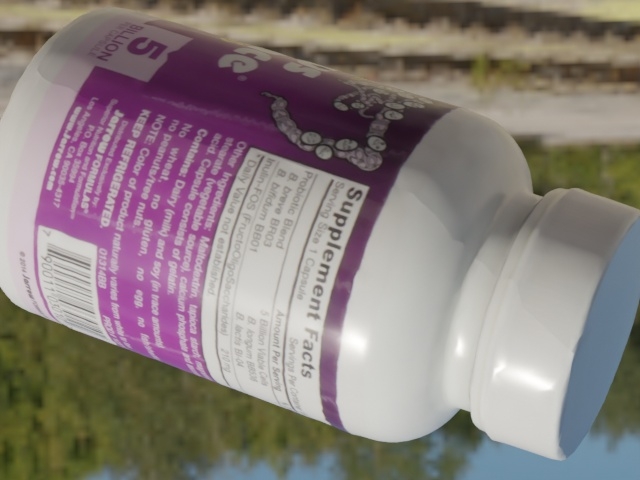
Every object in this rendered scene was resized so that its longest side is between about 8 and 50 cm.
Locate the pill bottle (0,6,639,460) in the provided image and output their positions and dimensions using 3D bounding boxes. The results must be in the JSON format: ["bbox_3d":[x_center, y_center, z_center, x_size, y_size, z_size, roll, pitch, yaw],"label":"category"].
[{"bbox_3d":[0.000,0.000,0.926,0.301,0.169,0.169,19,-173,19],"label":"pill bottle"}]
